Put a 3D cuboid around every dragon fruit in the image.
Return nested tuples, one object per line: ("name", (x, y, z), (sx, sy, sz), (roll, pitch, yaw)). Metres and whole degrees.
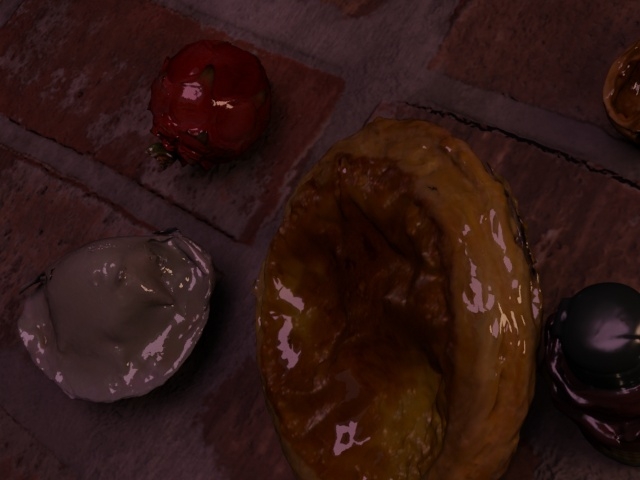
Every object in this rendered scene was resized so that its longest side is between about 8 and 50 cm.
("dragon fruit", (-0.155, -0.193, 1.366), (0.172, 0.172, 0.209), (22, 65, 32))

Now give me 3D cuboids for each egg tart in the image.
("egg tart", (0.093, 0.087, 1.060), (0.443, 0.178, 0.443), (-7, 81, 55))

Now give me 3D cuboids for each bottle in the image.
("bottle", (0.292, 0.130, 0.931), (0.156, 0.271, 0.143), (13, 71, 30))

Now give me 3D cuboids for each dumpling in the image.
("dumpling", (-0.259, 0.095, 1.300), (0.292, 0.163, 0.205), (-19, 92, 14))

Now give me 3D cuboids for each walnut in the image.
("walnut", (0.432, -0.178, 1.134), (0.211, 0.087, 0.167), (-46, 49, -5))

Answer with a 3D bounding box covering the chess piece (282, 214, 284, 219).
("chess piece", (0.000, 0.000, 1.264), (0.066, 0.066, 0.122), (-46, 51, -3))
